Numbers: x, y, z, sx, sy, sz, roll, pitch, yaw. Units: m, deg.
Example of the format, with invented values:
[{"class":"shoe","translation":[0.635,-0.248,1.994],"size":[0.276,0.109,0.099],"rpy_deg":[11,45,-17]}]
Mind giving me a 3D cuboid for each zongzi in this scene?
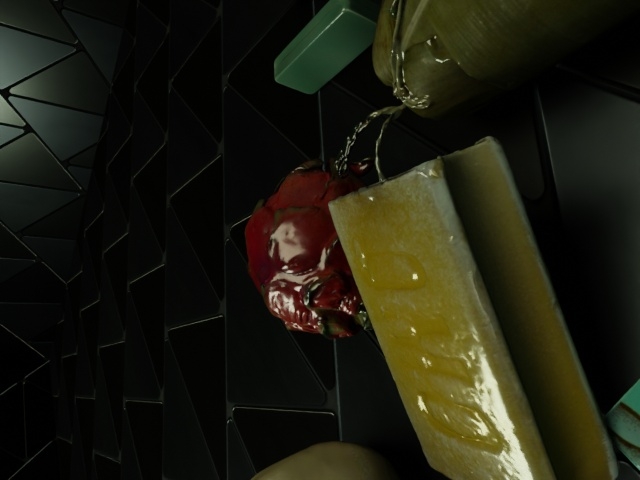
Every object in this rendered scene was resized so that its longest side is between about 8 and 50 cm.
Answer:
[{"class":"zongzi","translation":[0.116,-0.301,0.454],"size":[0.447,0.182,0.417],"rpy_deg":[-31,84,49]}]

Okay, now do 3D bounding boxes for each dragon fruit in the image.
[{"class":"dragon fruit","translation":[0.000,0.000,0.633],"size":[0.192,0.193,0.274],"rpy_deg":[90,161,-50]}]

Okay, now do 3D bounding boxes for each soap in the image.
[{"class":"soap","translation":[0.115,0.070,0.430],"size":[0.173,0.089,0.274],"rpy_deg":[-16,96,65]}]

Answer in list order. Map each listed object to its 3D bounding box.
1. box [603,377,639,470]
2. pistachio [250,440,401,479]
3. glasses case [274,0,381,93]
[{"class":"box","translation":[0.305,0.099,0.298],"size":[0.162,0.042,0.229],"rpy_deg":[54,128,44]},{"class":"pistachio","translation":[-0.019,0.373,0.554],"size":[0.331,0.226,0.208],"rpy_deg":[-63,15,5]},{"class":"glasses case","translation":[0.009,-0.285,0.746],"size":[0.184,0.078,0.039],"rpy_deg":[-25,61,50]}]
